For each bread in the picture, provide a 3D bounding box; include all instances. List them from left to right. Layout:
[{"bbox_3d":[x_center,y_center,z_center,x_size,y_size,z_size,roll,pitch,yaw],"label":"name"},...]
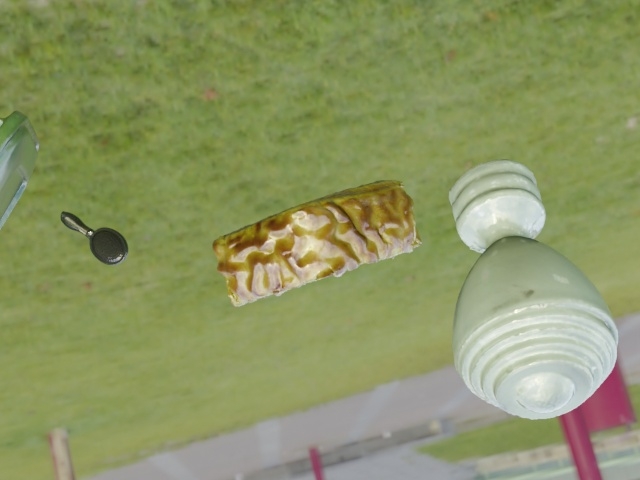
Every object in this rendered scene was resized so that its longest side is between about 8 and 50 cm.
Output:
[{"bbox_3d":[0.000,0.000,1.350,0.181,0.096,0.222,-20,179,41],"label":"bread"}]

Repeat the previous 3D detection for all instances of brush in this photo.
[{"bbox_3d":[-0.158,-0.004,0.810,0.083,0.024,0.008,29,180,43],"label":"brush"}]

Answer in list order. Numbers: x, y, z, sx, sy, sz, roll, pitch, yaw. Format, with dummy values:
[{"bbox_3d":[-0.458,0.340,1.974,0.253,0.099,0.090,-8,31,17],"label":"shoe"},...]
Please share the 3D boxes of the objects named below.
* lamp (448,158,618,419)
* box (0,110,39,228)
[{"bbox_3d":[0.132,0.029,0.777,0.106,0.193,0.106,-3,140,-3],"label":"lamp"},{"bbox_3d":[-0.410,-0.001,1.065,0.177,0.329,0.253,31,172,-10],"label":"box"}]
